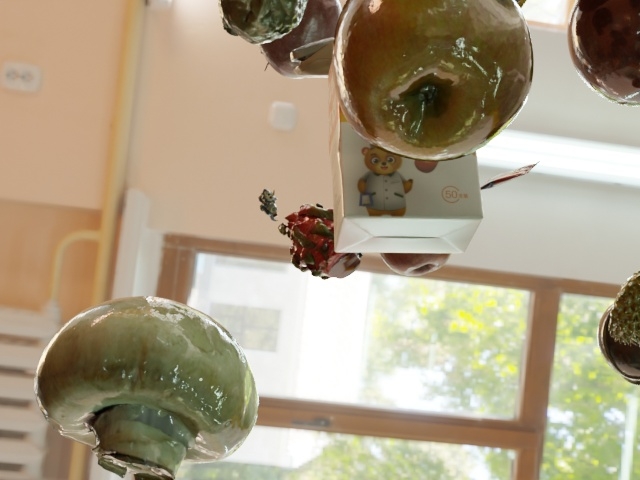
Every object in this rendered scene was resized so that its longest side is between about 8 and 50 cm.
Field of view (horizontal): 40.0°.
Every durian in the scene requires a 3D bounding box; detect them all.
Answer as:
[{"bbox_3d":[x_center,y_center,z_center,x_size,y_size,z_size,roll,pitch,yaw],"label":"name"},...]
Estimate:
[{"bbox_3d":[0.547,0.128,1.459,0.102,0.146,0.208,51,-19,41],"label":"durian"}]

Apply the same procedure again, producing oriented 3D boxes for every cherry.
[{"bbox_3d":[-0.062,-0.582,2.390,0.307,0.221,0.261,-52,-134,26],"label":"cherry"}]

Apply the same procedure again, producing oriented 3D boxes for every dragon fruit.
[{"bbox_3d":[0.000,0.000,1.935,0.172,0.160,0.166,54,-29,29],"label":"dragon fruit"}]

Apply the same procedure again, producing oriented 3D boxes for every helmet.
[{"bbox_3d":[0.667,-0.422,1.903,0.337,0.230,0.384,32,-33,45],"label":"helmet"}]

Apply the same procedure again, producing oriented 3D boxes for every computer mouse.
[{"bbox_3d":[0.058,-0.362,1.735,0.145,0.237,0.081,-96,-174,-81],"label":"computer mouse"}]

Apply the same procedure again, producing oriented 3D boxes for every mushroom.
[{"bbox_3d":[-0.271,0.240,1.381,0.352,0.352,0.260,107,-5,-58],"label":"mushroom"}]

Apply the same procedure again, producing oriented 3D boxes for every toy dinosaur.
[{"bbox_3d":[-0.117,-0.081,2.026,0.047,0.031,0.083,39,-35,43],"label":"toy dinosaur"}]

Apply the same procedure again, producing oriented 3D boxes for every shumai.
[{"bbox_3d":[-0.099,-0.518,1.677,0.218,0.189,0.255,161,-73,-77],"label":"shumai"}]

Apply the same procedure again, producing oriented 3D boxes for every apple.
[{"bbox_3d":[0.135,-0.220,1.109,0.264,0.264,0.264,-173,-90,-84],"label":"apple"},{"bbox_3d":[0.186,0.004,1.714,0.153,0.153,0.120,111,-28,-66],"label":"apple"}]

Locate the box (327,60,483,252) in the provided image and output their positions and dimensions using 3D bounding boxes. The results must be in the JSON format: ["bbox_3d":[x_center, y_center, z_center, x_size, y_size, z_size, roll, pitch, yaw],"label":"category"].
[{"bbox_3d":[0.130,-0.159,1.434,0.143,0.225,0.341,100,-11,-65],"label":"box"}]

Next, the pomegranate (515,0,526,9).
[{"bbox_3d":[0.321,-0.519,1.742,0.215,0.215,0.215,-173,-90,-84],"label":"pomegranate"}]

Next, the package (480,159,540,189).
[{"bbox_3d":[0.536,-0.182,2.524,0.200,0.083,0.022,-21,-80,49],"label":"package"}]

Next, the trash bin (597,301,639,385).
[{"bbox_3d":[0.768,0.221,1.929,0.214,0.334,0.214,-170,-90,-75],"label":"trash bin"}]
